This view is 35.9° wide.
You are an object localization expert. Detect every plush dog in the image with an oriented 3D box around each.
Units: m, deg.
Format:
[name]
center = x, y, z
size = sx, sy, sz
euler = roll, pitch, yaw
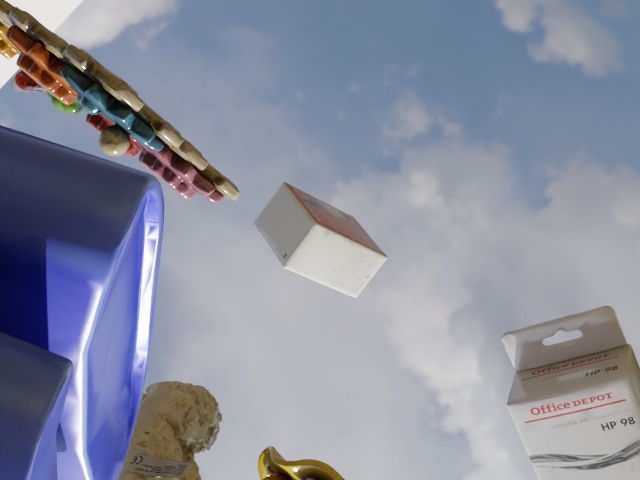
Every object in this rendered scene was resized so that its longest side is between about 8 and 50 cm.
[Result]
[plush dog]
center = -0.193, 0.315, 1.079
size = 0.210, 0.262, 0.225
euler = 59, 174, 53

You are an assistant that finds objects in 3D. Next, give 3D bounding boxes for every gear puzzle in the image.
[gear puzzle]
center = -0.214, -0.130, 0.791
size = 0.339, 0.044, 0.175
euler = 35, 174, 38

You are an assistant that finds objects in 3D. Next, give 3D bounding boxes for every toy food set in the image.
[toy food set]
center = 0.007, 0.293, 0.932
size = 0.218, 0.128, 0.071
euler = 43, -129, 4

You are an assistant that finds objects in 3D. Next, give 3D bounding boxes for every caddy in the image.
[caddy]
center = -0.198, 0.083, 0.501
size = 0.179, 0.341, 0.241
euler = 14, -132, -2

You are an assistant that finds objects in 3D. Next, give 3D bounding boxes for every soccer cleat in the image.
[soccer cleat]
center = -0.276, -0.168, 1.010
size = 0.083, 0.036, 0.029
euler = -23, -83, -36

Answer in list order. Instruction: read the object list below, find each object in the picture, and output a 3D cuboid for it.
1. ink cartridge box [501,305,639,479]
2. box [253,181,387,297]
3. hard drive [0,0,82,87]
[ink cartridge box]
center = 0.224, 0.155, 0.822
size = 0.180, 0.104, 0.060
euler = 65, -155, -13
[box]
center = 0.000, 0.000, 1.601
size = 0.170, 0.091, 0.130
euler = 25, -161, -41
[hard drive]
center = -0.359, -0.298, 1.118
size = 0.040, 0.307, 0.203
euler = 54, -167, 25
